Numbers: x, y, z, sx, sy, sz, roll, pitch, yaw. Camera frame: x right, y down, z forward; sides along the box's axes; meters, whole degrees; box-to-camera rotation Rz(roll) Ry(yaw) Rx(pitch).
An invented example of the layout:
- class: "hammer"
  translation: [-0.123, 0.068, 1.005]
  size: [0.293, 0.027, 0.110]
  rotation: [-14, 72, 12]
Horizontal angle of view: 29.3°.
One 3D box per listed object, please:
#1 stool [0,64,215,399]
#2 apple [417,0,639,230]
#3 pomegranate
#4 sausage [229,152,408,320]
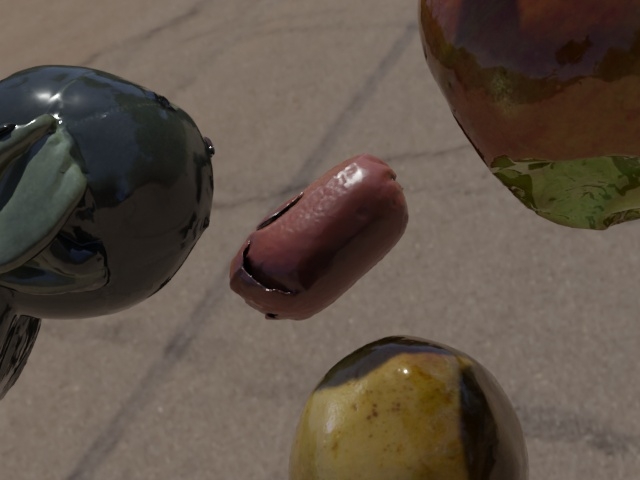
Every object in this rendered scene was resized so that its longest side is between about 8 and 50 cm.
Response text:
- class: "stool"
  translation: [-0.147, 0.013, 0.410]
  size: [0.228, 0.153, 0.139]
  rotation: [4, 12, 4]
- class: "apple"
  translation: [0.259, -0.189, 1.060]
  size: [0.340, 0.339, 0.339]
  rotation: [-14, 27, 7]
- class: "pomegranate"
  translation: [0.095, 0.243, 1.349]
  size: [0.307, 0.307, 0.307]
  rotation: [-14, 27, 7]
- class: "sausage"
  translation: [0.000, 0.000, 1.698]
  size: [0.280, 0.152, 0.152]
  rotation: [-39, 30, -8]
